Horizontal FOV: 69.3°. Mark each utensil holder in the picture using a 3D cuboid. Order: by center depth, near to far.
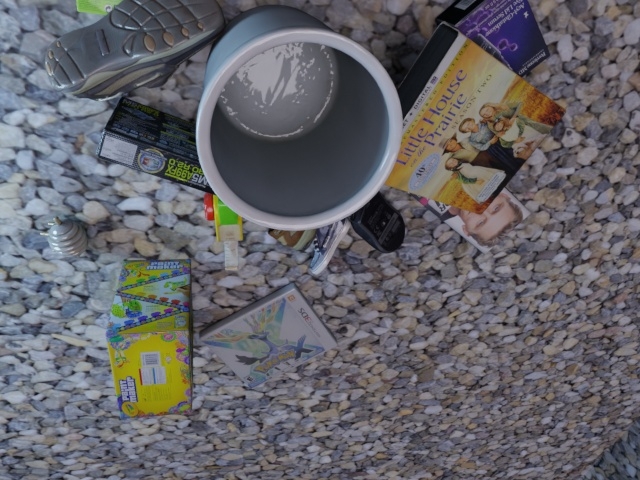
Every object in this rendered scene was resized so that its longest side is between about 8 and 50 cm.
[{"bbox_3d":[-0.065,-0.255,0.873,0.328,0.385,0.327,-7,125,-10],"label":"utensil holder"}]

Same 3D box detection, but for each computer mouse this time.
[{"bbox_3d":[0.134,-0.073,1.222,0.188,0.072,0.272,-55,129,-17],"label":"computer mouse"}]

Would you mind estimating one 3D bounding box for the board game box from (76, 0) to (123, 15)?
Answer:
[{"bbox_3d":[-0.376,-0.540,0.821,0.124,0.039,0.259,1,126,-15],"label":"board game box"}]

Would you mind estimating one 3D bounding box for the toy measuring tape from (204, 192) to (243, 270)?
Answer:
[{"bbox_3d":[-0.230,-0.051,1.166,0.122,0.121,0.330,-4,147,-11],"label":"toy measuring tape"}]

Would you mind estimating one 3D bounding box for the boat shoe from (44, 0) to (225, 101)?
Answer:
[{"bbox_3d":[-0.343,-0.370,0.891,0.356,0.130,0.132,-15,84,9],"label":"boat shoe"}]

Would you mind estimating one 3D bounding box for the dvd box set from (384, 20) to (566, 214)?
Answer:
[{"bbox_3d":[0.305,-0.221,0.977,0.421,0.062,0.307,11,123,-40],"label":"dvd box set"}]

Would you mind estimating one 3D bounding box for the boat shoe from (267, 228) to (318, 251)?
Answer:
[{"bbox_3d":[-0.035,-0.114,1.139,0.120,0.122,0.323,18,117,-19],"label":"boat shoe"}]

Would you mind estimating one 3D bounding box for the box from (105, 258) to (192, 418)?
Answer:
[{"bbox_3d":[-0.418,0.244,1.188,0.177,0.279,0.289,-1,123,-13],"label":"box"}]

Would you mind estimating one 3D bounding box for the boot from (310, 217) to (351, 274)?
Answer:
[{"bbox_3d":[0.000,0.000,1.262,0.086,0.069,0.189,25,107,-19],"label":"boot"}]

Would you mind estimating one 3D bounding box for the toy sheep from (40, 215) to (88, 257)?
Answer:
[{"bbox_3d":[-0.601,-0.008,1.095,0.091,0.091,0.132,-12,143,-6],"label":"toy sheep"}]

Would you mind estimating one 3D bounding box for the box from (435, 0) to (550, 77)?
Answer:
[{"bbox_3d":[0.379,-0.448,1.020,0.153,0.108,0.207,-39,123,13],"label":"box"}]

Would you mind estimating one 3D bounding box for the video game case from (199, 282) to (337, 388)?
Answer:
[{"bbox_3d":[-0.153,0.308,1.443,0.329,0.036,0.299,-28,125,6],"label":"video game case"}]

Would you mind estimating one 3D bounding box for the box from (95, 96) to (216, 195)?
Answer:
[{"bbox_3d":[-0.298,-0.193,0.963,0.270,0.216,0.060,17,116,-24],"label":"box"}]

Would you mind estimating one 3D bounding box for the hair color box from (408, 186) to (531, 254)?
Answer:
[{"bbox_3d":[0.386,-0.123,1.242,0.347,0.105,0.174,32,112,-30],"label":"hair color box"}]
